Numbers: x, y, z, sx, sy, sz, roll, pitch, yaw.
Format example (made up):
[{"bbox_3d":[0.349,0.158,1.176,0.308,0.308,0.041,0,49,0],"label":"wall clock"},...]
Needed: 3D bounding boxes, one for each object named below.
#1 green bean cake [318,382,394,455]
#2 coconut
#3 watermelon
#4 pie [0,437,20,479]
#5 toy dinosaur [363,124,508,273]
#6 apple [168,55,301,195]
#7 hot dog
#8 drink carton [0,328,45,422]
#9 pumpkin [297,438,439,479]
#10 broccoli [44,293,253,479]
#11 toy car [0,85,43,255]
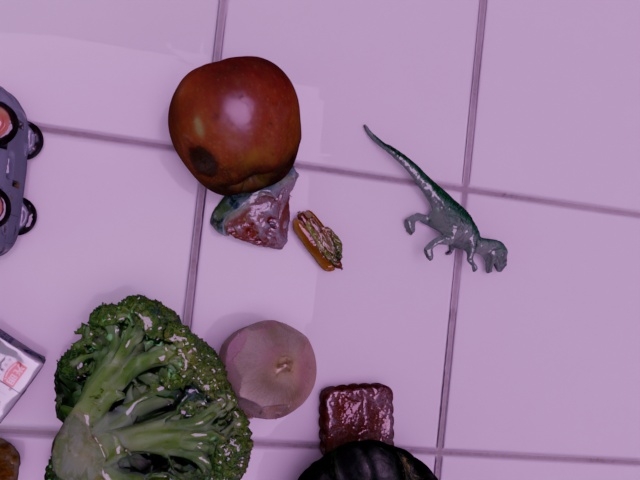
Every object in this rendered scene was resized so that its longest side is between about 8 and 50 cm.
[{"bbox_3d":[0.064,0.326,1.505,0.135,0.056,0.135,-1,88,-16],"label":"green bean cake"},{"bbox_3d":[-0.090,0.218,1.394,0.170,0.183,0.171,3,82,-19],"label":"coconut"},{"bbox_3d":[-0.092,-0.050,1.464,0.187,0.071,0.139,-37,103,-14],"label":"watermelon"},{"bbox_3d":[-0.560,0.365,1.278,0.193,0.163,0.079,0,108,-10],"label":"pie"},{"bbox_3d":[0.193,-0.044,1.543,0.383,0.076,0.129,42,72,-15],"label":"toy dinosaur"},{"bbox_3d":[-0.133,-0.186,1.376,0.229,0.230,0.230,0,89,-16],"label":"apple"},{"bbox_3d":[0.000,0.000,1.498,0.056,0.041,0.133,-41,101,-29],"label":"hot dog"},{"bbox_3d":[-0.594,0.153,1.294,0.315,0.106,0.131,38,81,-12],"label":"drink carton"},{"bbox_3d":[0.084,0.500,1.388,0.295,0.296,0.296,0,89,-16],"label":"pumpkin"},{"bbox_3d":[-0.269,0.293,1.281,0.321,0.310,0.414,25,106,-16],"label":"broccoli"},{"bbox_3d":[-0.557,-0.108,1.282,0.212,0.180,0.271,4,87,-5],"label":"toy car"}]
